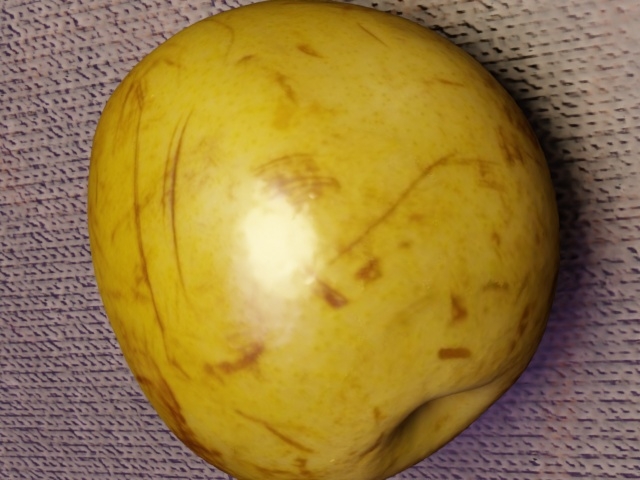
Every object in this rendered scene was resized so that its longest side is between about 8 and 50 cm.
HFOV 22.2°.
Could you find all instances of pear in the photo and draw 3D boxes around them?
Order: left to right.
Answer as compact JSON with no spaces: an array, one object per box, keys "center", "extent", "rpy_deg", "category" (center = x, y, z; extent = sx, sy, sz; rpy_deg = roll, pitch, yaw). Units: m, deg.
[{"center":[0.000,0.000,0.931],"extent":[0.281,0.281,0.280],"rpy_deg":[16,122,28],"category":"pear"}]
